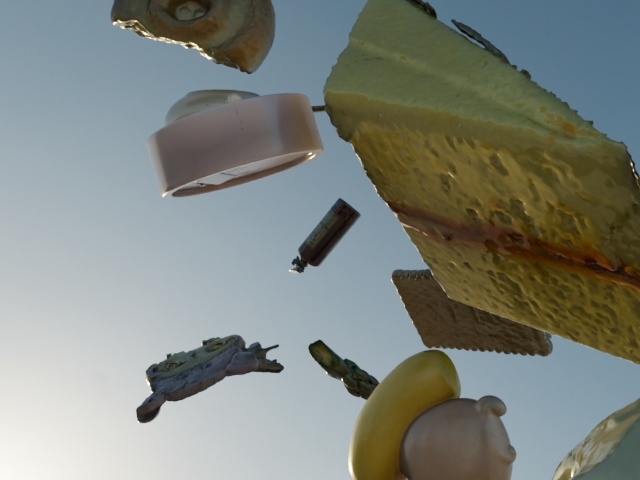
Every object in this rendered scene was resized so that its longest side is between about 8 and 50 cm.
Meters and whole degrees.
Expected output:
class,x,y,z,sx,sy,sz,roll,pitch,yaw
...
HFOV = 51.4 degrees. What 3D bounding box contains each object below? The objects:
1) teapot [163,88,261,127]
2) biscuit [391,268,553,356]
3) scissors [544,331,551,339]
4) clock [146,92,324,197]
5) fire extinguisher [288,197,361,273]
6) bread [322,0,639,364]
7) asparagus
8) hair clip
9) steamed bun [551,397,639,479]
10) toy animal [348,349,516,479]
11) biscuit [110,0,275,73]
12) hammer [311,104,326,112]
class,x,y,z,sx,sy,sz,roll,pitch,yaw
teapot,-0.170,-0.188,1.178,0.208,0.299,0.166,11,-81,-18
biscuit,0.307,0.142,1.381,0.324,0.044,0.217,-6,-61,48
scissors,0.316,-0.033,1.071,0.029,0.256,0.384,-15,-85,21
clock,-0.097,-0.107,0.776,0.196,0.197,0.068,-16,-89,31
fire extinguisher,0.000,0.000,1.643,0.071,0.099,0.231,36,-80,-19
bread,0.235,-0.073,0.705,0.404,0.242,0.346,11,-34,38
asparagus,0.081,0.361,1.762,0.080,0.080,0.287,-26,-52,38
hair clip,-0.142,0.163,0.855,0.187,0.146,0.056,-11,-76,-10
steamed bun,0.248,0.230,0.357,0.275,0.206,0.320,28,-47,48
toy animal,0.244,0.363,1.247,0.345,0.278,0.246,-7,-30,44
biscuit,-0.206,-0.401,1.132,0.274,0.213,0.091,14,-24,7
hammer,-0.063,-0.280,1.456,0.297,0.027,0.125,-8,-9,-16
